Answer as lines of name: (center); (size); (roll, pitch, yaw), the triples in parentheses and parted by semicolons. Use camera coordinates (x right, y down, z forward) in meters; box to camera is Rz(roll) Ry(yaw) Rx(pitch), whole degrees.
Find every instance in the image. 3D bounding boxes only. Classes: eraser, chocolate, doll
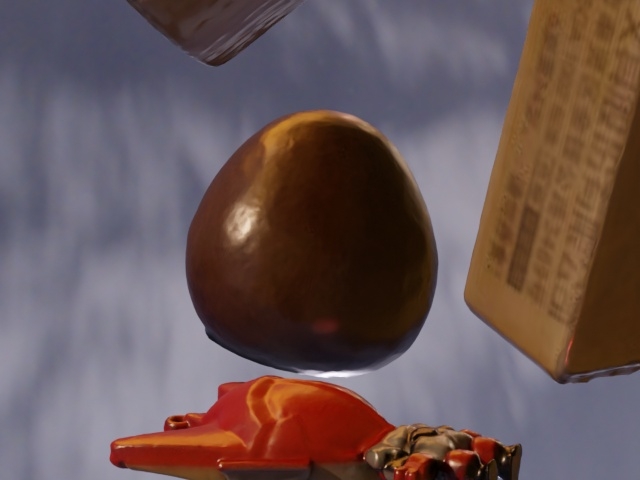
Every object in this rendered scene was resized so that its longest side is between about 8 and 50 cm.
eraser: (0.164, -0.110, 0.664); (0.144, 0.343, 0.078); (-6, -150, -33)
chocolate: (0.000, 0.000, 1.048); (0.177, 0.177, 0.176); (34, -140, -35)
doll: (0.003, 0.089, 0.730); (0.109, 0.169, 0.057); (-22, -71, -62)

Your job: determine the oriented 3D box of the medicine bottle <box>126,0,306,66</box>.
medicine bottle: (0.040, -0.268, 0.712); (0.224, 0.384, 0.224); (49, -170, -12)
